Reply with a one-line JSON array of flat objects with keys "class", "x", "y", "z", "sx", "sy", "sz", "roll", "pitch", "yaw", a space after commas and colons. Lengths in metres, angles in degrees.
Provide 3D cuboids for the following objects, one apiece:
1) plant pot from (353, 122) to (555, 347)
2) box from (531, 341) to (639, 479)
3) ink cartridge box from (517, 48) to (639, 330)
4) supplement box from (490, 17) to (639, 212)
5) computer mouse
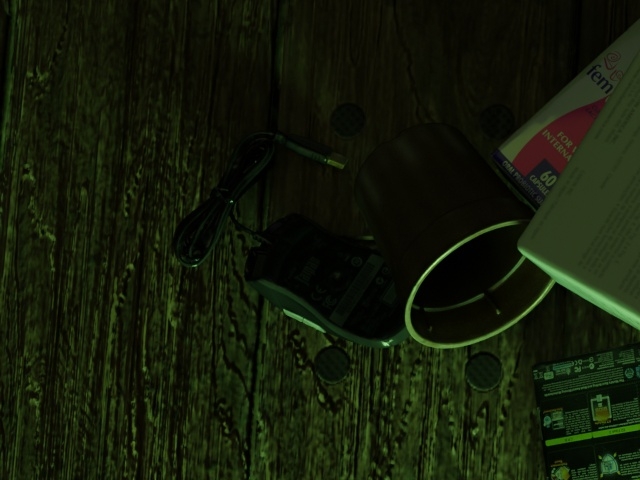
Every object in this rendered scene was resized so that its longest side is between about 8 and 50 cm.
[{"class": "plant pot", "x": 0.120, "y": -0.013, "z": 1.762, "sx": 0.167, "sy": 0.167, "sz": 0.165, "roll": -36, "pitch": 52, "yaw": 7}, {"class": "box", "x": 0.294, "y": 0.188, "z": 1.712, "sx": 0.190, "sy": 0.045, "sz": 0.184, "roll": -17, "pitch": 77, "yaw": 39}, {"class": "ink cartridge box", "x": 0.397, "y": -0.030, "z": 1.555, "sx": 0.385, "sy": 0.091, "sz": 0.308, "roll": 32, "pitch": 89, "yaw": 37}, {"class": "supplement box", "x": 0.285, "y": -0.106, "z": 1.765, "sx": 0.220, "sy": 0.114, "sz": 0.111, "roll": -43, "pitch": 73, "yaw": 3}, {"class": "computer mouse", "x": 0.000, "y": 0.000, "z": 1.858, "sx": 0.262, "sy": 0.060, "sz": 0.184, "roll": 24, "pitch": 68, "yaw": 13}]
